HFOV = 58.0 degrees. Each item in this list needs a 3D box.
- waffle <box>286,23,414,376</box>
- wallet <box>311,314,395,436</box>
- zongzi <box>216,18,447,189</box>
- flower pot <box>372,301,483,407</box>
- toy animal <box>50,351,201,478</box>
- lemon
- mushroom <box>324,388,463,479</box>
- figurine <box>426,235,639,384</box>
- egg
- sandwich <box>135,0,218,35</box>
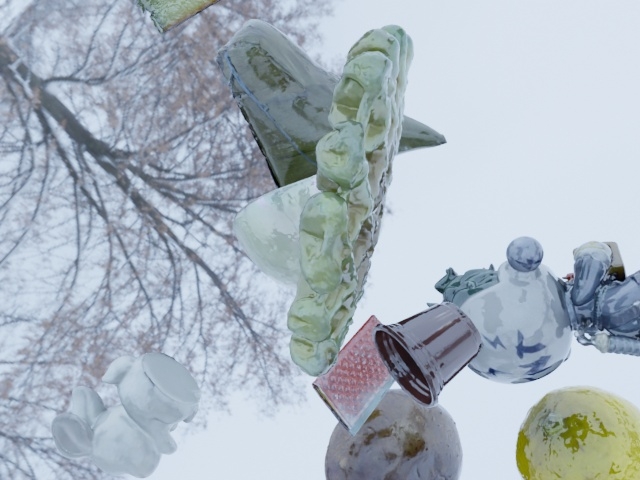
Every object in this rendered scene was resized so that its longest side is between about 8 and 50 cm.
[{"bbox_3d":[0.033,-0.040,0.543,0.056,0.310,0.292,11,-163,8],"label":"waffle"},{"bbox_3d":[0.071,0.210,0.931,0.020,0.103,0.196,-40,-179,45],"label":"wallet"},{"bbox_3d":[0.007,-0.289,1.120,0.392,0.356,0.174,-10,-150,38],"label":"zongzi"},{"bbox_3d":[0.126,0.119,0.655,0.089,0.111,0.111,-32,-150,-17],"label":"flower pot"},{"bbox_3d":[-0.297,0.270,0.906,0.193,0.178,0.127,-40,-158,5],"label":"toy animal"},{"bbox_3d":[0.479,0.393,1.011,0.245,0.320,0.245,-35,-153,21],"label":"lemon"},{"bbox_3d":[0.180,0.503,1.317,0.239,0.345,0.345,23,-112,38],"label":"mushroom"},{"bbox_3d":[0.346,0.093,0.831,0.381,0.261,0.186,-17,-158,18],"label":"figurine"},{"bbox_3d":[0.000,0.000,1.179,0.336,0.337,0.201,-27,-102,21],"label":"egg"},{"bbox_3d":[-0.105,-0.329,0.581,0.235,0.128,0.122,-24,172,10],"label":"sandwich"}]
